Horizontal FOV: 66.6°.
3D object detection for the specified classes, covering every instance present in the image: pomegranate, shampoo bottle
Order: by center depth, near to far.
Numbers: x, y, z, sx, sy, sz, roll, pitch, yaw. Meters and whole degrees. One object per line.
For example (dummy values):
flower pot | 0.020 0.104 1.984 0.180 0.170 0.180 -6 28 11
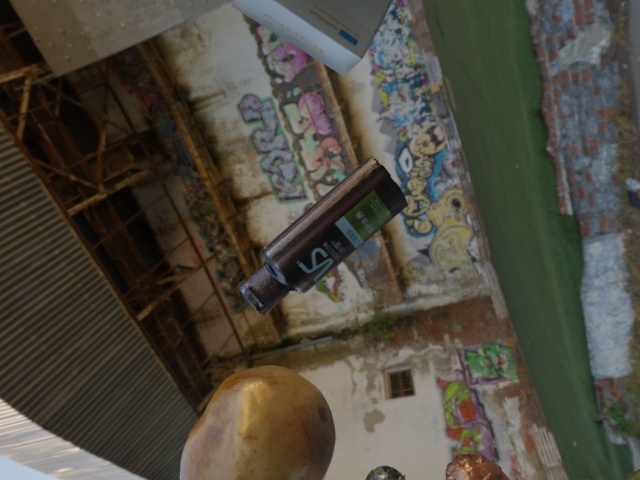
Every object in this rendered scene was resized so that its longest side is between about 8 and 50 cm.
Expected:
shampoo bottle | 0.000 0.000 0.856 0.129 0.323 0.084 49 -179 -43
pomegranate | -0.116 0.447 1.037 0.338 0.338 0.338 -17 -90 -75

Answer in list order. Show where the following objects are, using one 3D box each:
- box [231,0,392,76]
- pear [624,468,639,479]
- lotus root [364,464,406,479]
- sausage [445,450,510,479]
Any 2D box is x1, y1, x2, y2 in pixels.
box | 0.024 -0.321 0.531 0.149 0.233 0.067 28 172 -13
pear | 0.308 0.237 0.270 0.269 0.321 0.269 -7 -90 -77
lotus root | 0.016 0.488 0.710 0.175 0.350 0.175 39 -177 -2
sausage | 0.240 0.469 0.648 0.094 0.094 0.419 -32 -67 -50
